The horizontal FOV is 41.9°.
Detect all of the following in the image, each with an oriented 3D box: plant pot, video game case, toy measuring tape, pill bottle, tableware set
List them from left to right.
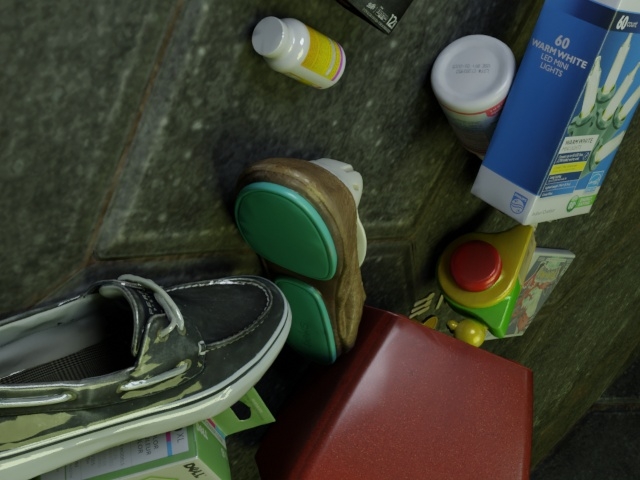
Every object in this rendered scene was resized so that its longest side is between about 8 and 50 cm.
[{"bbox_3d":[-0.018,-0.152,0.672,0.083,0.043,0.043,11,115,-57],"label":"pill bottle"},{"bbox_3d":[0.097,0.216,0.975,0.267,0.267,0.236,171,-59,-81],"label":"plant pot"},{"bbox_3d":[0.179,0.112,1.246,0.154,0.024,0.104,-21,139,-41],"label":"tableware set"},{"bbox_3d":[0.179,-0.144,0.900,0.087,0.087,0.160,-50,150,0],"label":"pill bottle"},{"bbox_3d":[0.237,-0.008,1.150,0.330,0.121,0.121,-68,154,-16],"label":"toy measuring tape"},{"bbox_3d":[0.356,0.094,1.463,0.201,0.023,0.183,3,121,-55],"label":"video game case"}]

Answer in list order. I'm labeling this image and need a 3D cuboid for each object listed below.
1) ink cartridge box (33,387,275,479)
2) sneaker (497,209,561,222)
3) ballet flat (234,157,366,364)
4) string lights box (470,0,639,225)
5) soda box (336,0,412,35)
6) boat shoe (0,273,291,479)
[{"bbox_3d":[-0.148,0.207,0.785,0.209,0.062,0.109,-17,146,2],"label":"ink cartridge box"},{"bbox_3d":[0.291,-0.173,1.028,0.112,0.131,0.319,30,82,-18],"label":"sneaker"},{"bbox_3d":[0.000,0.000,0.817,0.124,0.116,0.342,-60,156,-26],"label":"ballet flat"},{"bbox_3d":[0.256,-0.151,0.830,0.133,0.076,0.260,-11,127,-43],"label":"string lights box"},{"bbox_3d":[0.011,-0.217,0.623,0.053,0.060,0.169,-55,150,10],"label":"soda box"},{"bbox_3d":[-0.153,0.090,0.681,0.335,0.121,0.119,-23,141,-37],"label":"boat shoe"}]
